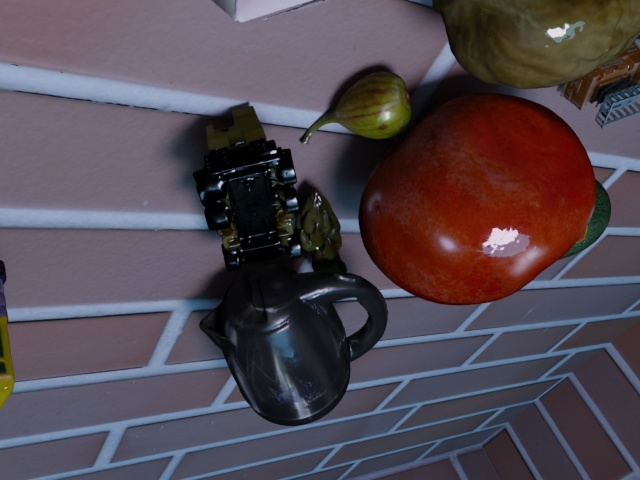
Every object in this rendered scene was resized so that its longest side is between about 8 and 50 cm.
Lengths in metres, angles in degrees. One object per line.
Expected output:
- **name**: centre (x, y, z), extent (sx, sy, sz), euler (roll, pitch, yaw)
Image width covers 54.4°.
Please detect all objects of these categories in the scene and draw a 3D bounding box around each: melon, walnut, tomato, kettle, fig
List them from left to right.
- **kettle**: centre (-0.033, 0.163, 1.131), extent (0.321, 0.228, 0.324), euler (-13, 142, 1)
- **fig**: centre (0.047, -0.169, 0.863), extent (0.166, 0.093, 0.093), euler (-24, 147, 4)
- **tomato**: centre (0.226, -0.063, 0.926), extent (0.325, 0.290, 0.293), euler (-37, 168, -37)
- **melon**: centre (0.449, -0.050, 1.217), extent (0.288, 0.182, 0.182), euler (-13, 145, -24)
- **walnut**: centre (0.268, -0.295, 0.711), extent (0.283, 0.283, 0.227), euler (-16, 105, -15)

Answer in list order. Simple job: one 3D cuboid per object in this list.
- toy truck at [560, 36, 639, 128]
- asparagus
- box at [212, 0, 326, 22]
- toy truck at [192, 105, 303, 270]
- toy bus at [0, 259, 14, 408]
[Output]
- **toy truck**: centre (0.503, -0.266, 1.017), extent (0.178, 0.115, 0.080), euler (-21, 147, -12)
- **asparagus**: centre (0.000, 0.000, 1.078), extent (0.080, 0.080, 0.287), euler (-22, 150, -7)
- **box**: centre (-0.024, -0.358, 0.471), extent (0.173, 0.145, 0.332), euler (-28, 151, -25)
- **toy truck**: centre (-0.099, -0.059, 0.880), extent (0.127, 0.127, 0.257), euler (-15, 146, -6)
- **toy bus**: centre (-0.597, 0.125, 0.674), extent (0.440, 0.249, 0.209), euler (16, 128, -47)
